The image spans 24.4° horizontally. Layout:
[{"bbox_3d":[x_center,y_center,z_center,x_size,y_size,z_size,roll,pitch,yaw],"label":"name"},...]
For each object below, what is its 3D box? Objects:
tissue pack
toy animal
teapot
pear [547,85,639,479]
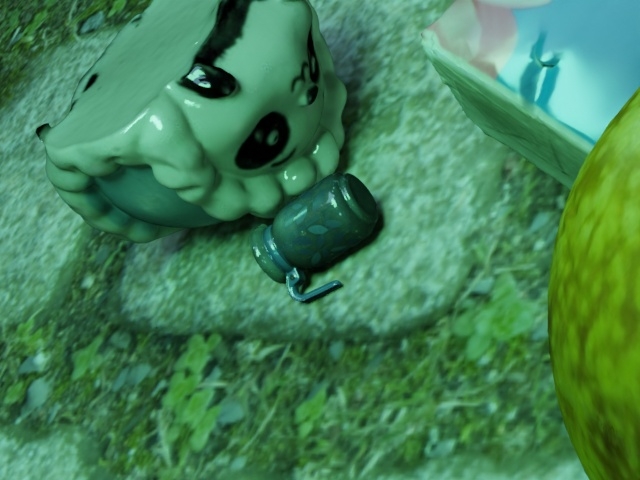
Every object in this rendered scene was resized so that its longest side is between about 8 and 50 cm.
[{"bbox_3d":[0.216,-0.134,0.750,0.209,0.137,0.269,40,87,24],"label":"tissue pack"},{"bbox_3d":[-0.078,-0.088,1.055,0.204,0.156,0.208,-8,42,41],"label":"toy animal"},{"bbox_3d":[0.001,-0.002,0.990,0.083,0.063,0.049,-35,5,23],"label":"teapot"},{"bbox_3d":[0.225,0.030,0.519,0.281,0.281,0.280,-28,39,26],"label":"pear"}]
